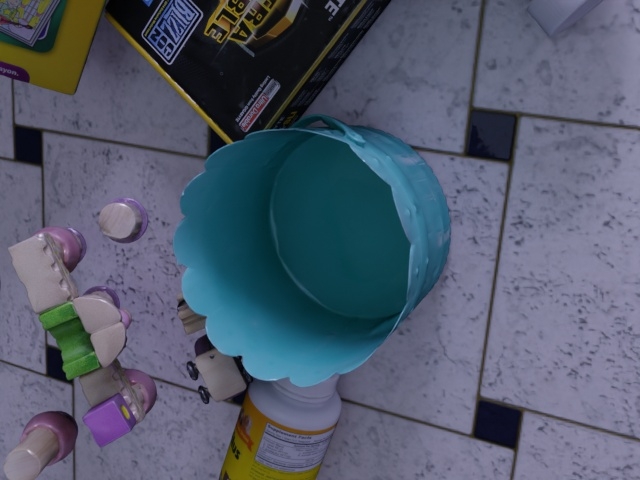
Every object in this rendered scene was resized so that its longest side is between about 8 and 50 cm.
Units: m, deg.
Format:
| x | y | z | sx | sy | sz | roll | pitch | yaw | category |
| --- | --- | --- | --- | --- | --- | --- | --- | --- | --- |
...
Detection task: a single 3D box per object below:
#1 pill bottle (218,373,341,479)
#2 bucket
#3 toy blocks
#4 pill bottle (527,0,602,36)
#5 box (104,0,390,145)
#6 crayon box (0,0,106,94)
| x | y | z | sx | sy | sz | roll | pitch | yaw | category |
| --- | --- | --- | --- | --- | --- | --- | --- | --- | --- |
| -0.046 | 0.236 | 1.008 | 0.117 | 0.117 | 0.214 | 26 | 113 | 18 | pill bottle |
| 0.000 | 0.000 | 0.889 | 0.281 | 0.183 | 0.281 | 6 | 105 | 25 | bucket |
| -0.275 | 0.103 | 1.039 | 0.309 | 0.260 | 0.288 | -24 | 93 | -1 | toy blocks |
| 0.183 | -0.305 | 0.754 | 0.121 | 0.121 | 0.221 | -41 | 84 | 29 | pill bottle |
| -0.067 | -0.294 | 0.908 | 0.257 | 0.079 | 0.322 | 47 | 118 | 10 | box |
| -0.402 | -0.357 | 0.881 | 0.363 | 0.106 | 0.313 | 15 | 129 | -22 | crayon box |
